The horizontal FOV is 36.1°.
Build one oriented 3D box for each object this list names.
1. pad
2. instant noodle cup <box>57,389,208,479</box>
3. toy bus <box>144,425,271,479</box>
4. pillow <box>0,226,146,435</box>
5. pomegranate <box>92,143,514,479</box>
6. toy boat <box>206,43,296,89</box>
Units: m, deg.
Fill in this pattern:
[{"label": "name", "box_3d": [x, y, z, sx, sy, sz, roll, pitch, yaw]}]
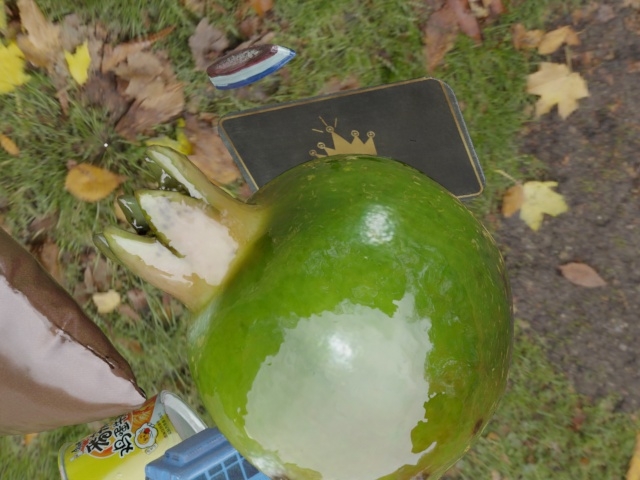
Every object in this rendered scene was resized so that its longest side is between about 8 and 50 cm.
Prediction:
[{"label": "pad", "box_3d": [0.053, -0.083, 1.483, 0.376, 0.063, 0.315, -8, 135, 24]}, {"label": "instant noodle cup", "box_3d": [-0.284, 0.389, 1.661, 0.200, 0.264, 0.264, -38, 102, 1]}, {"label": "toy bus", "box_3d": [-0.118, 0.311, 1.328, 0.234, 0.116, 0.133, -24, 104, -36]}, {"label": "pillow", "box_3d": [-0.307, 0.039, 0.748, 0.308, 0.305, 0.108, 45, 55, -19]}, {"label": "pomegranate", "box_3d": [0.010, 0.030, 0.790, 0.359, 0.309, 0.216, 36, 116, -17]}, {"label": "toy boat", "box_3d": [-0.135, -0.333, 1.842, 0.046, 0.229, 0.080, 21, 73, -38]}]
